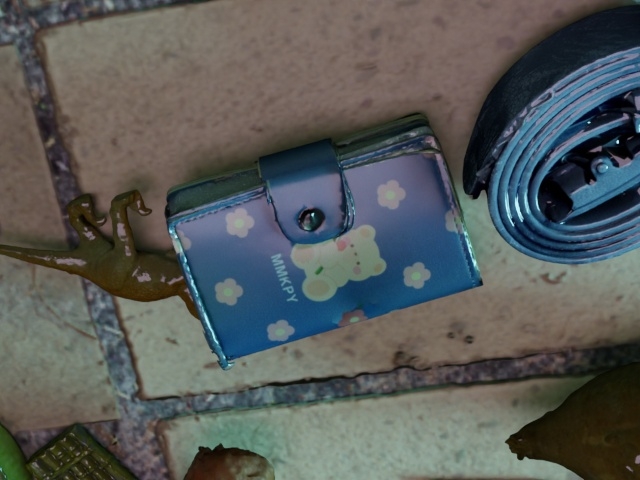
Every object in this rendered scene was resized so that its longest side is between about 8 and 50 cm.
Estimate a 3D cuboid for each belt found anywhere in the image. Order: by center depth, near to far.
[{"bbox_3d":[0.188,-0.069,0.818,0.190,0.082,0.141,-35,115,18],"label":"belt"}]

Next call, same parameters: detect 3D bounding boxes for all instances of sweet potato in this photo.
[{"bbox_3d":[0.323,0.150,0.867,0.370,0.158,0.157,13,114,5],"label":"sweet potato"}]

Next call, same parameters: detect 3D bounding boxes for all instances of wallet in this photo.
[{"bbox_3d":[0.000,0.000,0.864,0.202,0.059,0.141,-17,110,3],"label":"wallet"}]

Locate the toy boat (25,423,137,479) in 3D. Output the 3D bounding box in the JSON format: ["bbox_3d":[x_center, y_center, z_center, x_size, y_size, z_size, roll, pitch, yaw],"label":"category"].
[{"bbox_3d":[-0.183,0.207,1.011,0.063,0.016,0.115,-37,106,18],"label":"toy boat"}]

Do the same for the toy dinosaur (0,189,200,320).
[{"bbox_3d":[-0.158,0.027,0.920,0.162,0.039,0.126,-20,112,15],"label":"toy dinosaur"}]

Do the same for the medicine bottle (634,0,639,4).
[{"bbox_3d":[0.229,-0.200,0.724,0.293,0.141,0.141,25,114,-6],"label":"medicine bottle"}]

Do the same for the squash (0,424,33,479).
[{"bbox_3d":[-0.349,0.210,1.022,0.219,0.041,0.219,4,115,8],"label":"squash"}]

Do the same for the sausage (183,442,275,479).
[{"bbox_3d":[-0.120,0.291,1.007,0.079,0.087,0.326,40,118,26],"label":"sausage"}]
